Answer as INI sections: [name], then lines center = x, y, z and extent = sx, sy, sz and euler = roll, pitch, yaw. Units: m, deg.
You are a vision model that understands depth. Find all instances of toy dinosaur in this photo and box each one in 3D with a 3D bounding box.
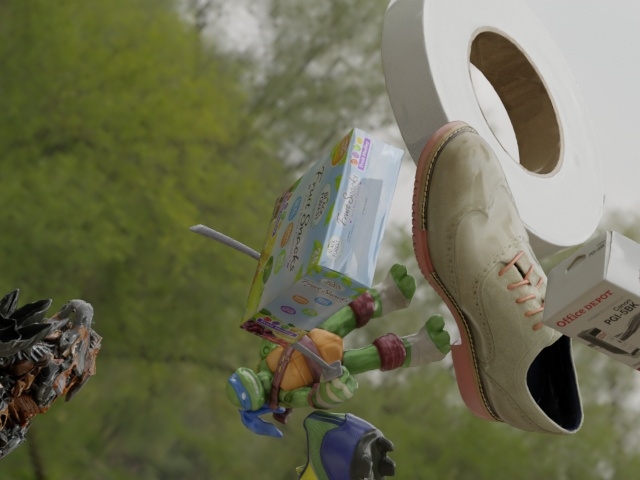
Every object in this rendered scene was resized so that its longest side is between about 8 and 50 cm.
[toy dinosaur]
center = -0.295, 0.132, 1.465
extent = 0.164, 0.322, 0.218
euler = 15, -52, 10

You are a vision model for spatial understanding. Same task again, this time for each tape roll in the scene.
[tape roll]
center = 0.221, -0.159, 2.241
extent = 0.072, 0.392, 0.392
euler = -25, -55, 32

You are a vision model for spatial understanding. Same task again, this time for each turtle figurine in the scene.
[turtle figurine]
center = 0.015, 0.100, 2.140
extent = 0.198, 0.266, 0.274
euler = 28, -49, 56

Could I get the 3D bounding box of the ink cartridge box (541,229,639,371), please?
[ink cartridge box]
center = 0.275, 0.059, 1.561
extent = 0.135, 0.056, 0.099
euler = 25, -36, -17

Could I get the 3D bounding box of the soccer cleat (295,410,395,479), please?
[soccer cleat]
center = 0.025, 0.320, 2.177
extent = 0.121, 0.093, 0.289
euler = 24, -46, 27

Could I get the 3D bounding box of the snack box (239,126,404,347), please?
[snack box]
center = 0.000, 0.000, 1.931
extent = 0.070, 0.174, 0.207
euler = 25, -31, -17

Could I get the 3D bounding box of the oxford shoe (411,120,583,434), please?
[oxford shoe]
center = 0.212, 0.046, 1.982
extent = 0.146, 0.140, 0.397
euler = 18, -41, 45
